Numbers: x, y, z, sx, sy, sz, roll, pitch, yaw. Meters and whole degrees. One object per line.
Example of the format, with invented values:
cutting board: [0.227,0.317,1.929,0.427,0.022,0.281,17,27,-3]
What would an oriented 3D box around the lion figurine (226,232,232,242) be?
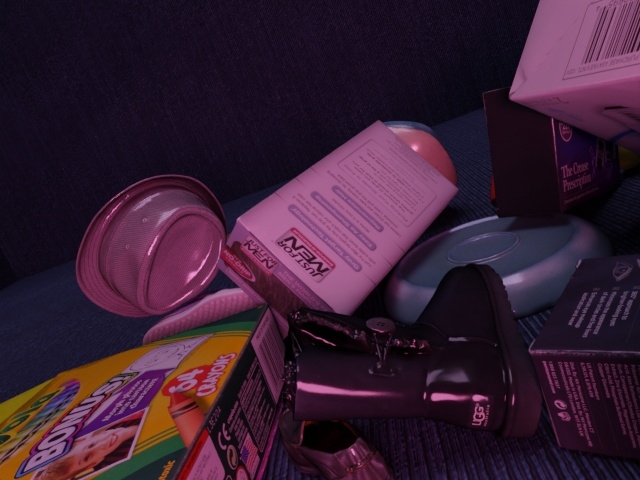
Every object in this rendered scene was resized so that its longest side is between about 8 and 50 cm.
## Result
lion figurine: [-0.028,-0.040,1.211,0.240,0.142,0.392,-11,25,37]

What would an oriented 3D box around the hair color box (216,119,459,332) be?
hair color box: [0.044,-0.026,0.795,0.374,0.185,0.113,-41,-9,-43]

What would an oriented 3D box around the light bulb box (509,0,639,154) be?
light bulb box: [0.473,-0.206,0.538,0.362,0.225,0.358,16,4,-17]

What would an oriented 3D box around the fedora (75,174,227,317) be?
fedora: [-0.257,0.029,0.879,0.275,0.244,0.124,-53,40,-7]

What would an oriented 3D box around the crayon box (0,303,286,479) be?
crayon box: [-0.211,0.213,0.526,0.314,0.105,0.363,-19,11,9]

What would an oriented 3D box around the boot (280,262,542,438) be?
boot: [0.072,0.084,0.504,0.208,0.094,0.246,6,23,3]

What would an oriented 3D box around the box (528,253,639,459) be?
box: [0.264,0.078,0.385,0.158,0.093,0.156,-9,18,43]

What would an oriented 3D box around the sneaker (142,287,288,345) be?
sneaker: [-0.142,0.111,0.856,0.282,0.102,0.161,-15,12,25]

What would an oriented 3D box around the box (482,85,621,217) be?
box: [0.364,-0.151,0.806,0.261,0.184,0.103,-18,9,-43]

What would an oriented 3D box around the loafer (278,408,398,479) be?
loafer: [0.005,0.175,0.469,0.062,0.061,0.170,-30,16,-27]

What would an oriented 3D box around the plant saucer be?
plant saucer: [0.233,0.025,0.741,0.318,0.043,0.317,-19,14,5]

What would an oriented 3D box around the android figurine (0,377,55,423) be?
android figurine: [-0.457,0.283,0.757,0.273,0.056,0.248,-28,15,-25]

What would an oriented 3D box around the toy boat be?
toy boat: [0.242,-0.146,1.042,0.319,0.267,0.148,8,65,24]

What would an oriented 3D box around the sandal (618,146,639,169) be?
sandal: [0.640,-0.219,0.925,0.317,0.126,0.138,-40,25,-30]
